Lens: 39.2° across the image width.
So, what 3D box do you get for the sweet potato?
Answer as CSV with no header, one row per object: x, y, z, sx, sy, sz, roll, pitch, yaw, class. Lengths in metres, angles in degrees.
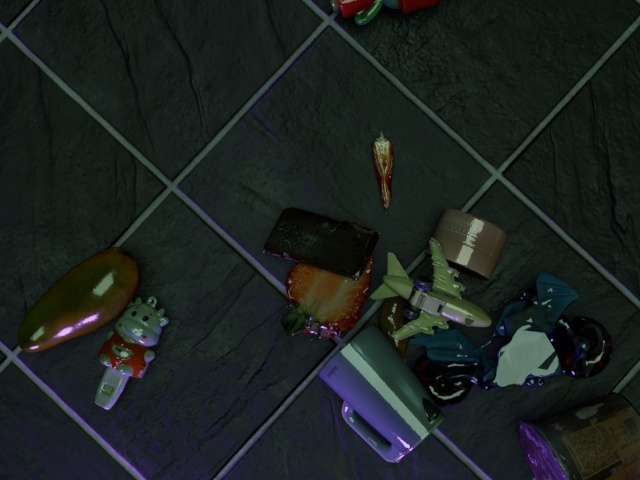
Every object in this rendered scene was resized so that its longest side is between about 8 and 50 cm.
0.154,0.149,1.904,0.068,0.068,0.226,-2,84,0,sweet potato

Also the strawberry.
0.028,0.103,1.873,0.188,0.106,0.286,26,70,28,strawberry

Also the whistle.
-0.404,0.231,1.881,0.101,0.106,0.253,24,87,42,whistle

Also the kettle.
0.118,0.327,1.839,0.243,0.160,0.210,49,125,12,kettle

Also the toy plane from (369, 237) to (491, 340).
0.227,0.119,1.806,0.244,0.092,0.229,26,111,15,toy plane

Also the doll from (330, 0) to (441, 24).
0.189,-0.576,1.898,0.363,0.160,0.183,-13,85,-1,doll

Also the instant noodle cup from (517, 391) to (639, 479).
0.545,0.425,1.823,0.207,0.217,0.217,-23,87,-8,instant noodle cup

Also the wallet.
0.000,0.000,1.864,0.232,0.031,0.122,15,66,27,wallet

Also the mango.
-0.498,0.124,1.864,0.289,0.129,0.146,-29,50,6,mango

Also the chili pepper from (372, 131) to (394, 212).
0.139,-0.147,1.938,0.045,0.027,0.178,-6,86,4,chili pepper

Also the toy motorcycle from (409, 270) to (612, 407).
0.383,0.202,1.864,0.416,0.172,0.232,-15,77,12,toy motorcycle

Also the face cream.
0.303,0.009,1.868,0.149,0.149,0.104,24,86,1,face cream
